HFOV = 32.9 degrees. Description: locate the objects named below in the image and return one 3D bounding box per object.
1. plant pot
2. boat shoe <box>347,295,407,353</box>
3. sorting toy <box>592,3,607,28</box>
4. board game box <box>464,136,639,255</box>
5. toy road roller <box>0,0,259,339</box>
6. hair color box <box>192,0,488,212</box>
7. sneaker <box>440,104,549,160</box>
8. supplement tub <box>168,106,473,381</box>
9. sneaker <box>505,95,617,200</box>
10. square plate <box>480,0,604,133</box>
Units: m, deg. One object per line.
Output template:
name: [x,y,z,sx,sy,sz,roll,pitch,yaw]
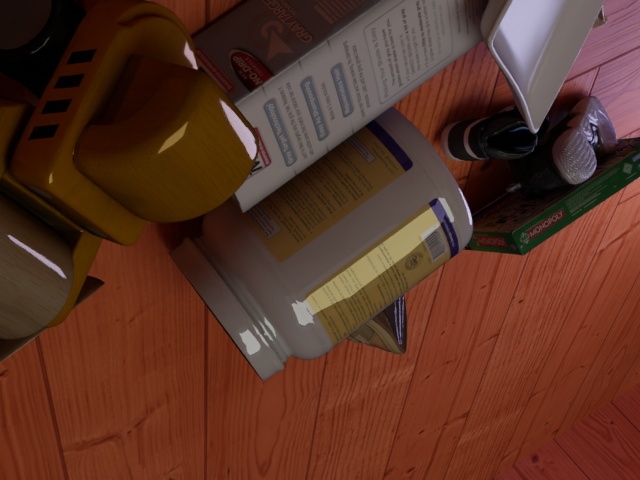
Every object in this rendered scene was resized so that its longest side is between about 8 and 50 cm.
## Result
plant pot: [-0.350,0.106,1.226,0.236,0.032,0.236,-35,-174,4]
boat shoe: [0.057,0.102,1.751,0.110,0.122,0.341,-8,155,19]
sorting toy: [0.372,-0.333,1.572,0.075,0.045,0.083,-34,152,3]
board game box: [0.398,-0.077,1.822,0.317,0.046,0.213,-32,-168,-16]
toy road roller: [-0.208,-0.063,0.974,0.330,0.240,0.202,-67,154,-13]
hair color box: [0.012,-0.216,1.230,0.374,0.113,0.185,-37,151,-9]
sneaker: [0.297,-0.156,1.626,0.216,0.121,0.079,-17,105,-35]
supplement tub: [0.000,0.000,1.383,0.331,0.241,0.241,-36,151,-7]
sneaker: [0.388,-0.150,1.790,0.153,0.101,0.268,-23,-169,35]
square plate: [0.302,-0.339,1.356,0.344,0.049,0.347,-64,157,-3]
